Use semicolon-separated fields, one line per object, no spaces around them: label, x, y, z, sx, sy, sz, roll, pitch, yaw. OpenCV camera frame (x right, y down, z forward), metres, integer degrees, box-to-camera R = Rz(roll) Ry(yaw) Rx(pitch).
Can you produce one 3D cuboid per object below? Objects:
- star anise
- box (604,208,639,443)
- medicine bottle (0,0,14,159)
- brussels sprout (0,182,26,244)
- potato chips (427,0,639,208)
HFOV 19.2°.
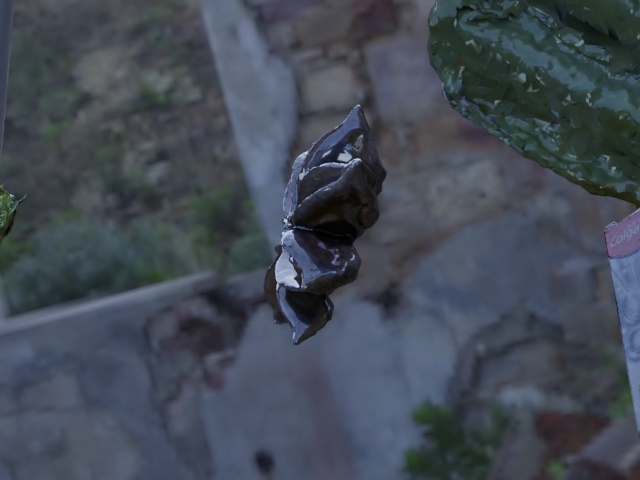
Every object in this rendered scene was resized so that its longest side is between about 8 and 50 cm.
star anise;0.004;-0.016;1.543;0.073;0.197;0.212;16;2;-7
box;0.232;0.081;1.235;0.039;0.218;0.055;12;-31;-32
medicine bottle;-0.374;-0.211;1.667;0.208;0.340;0.208;2;-16;1
brussels sprout;-0.293;-0.018;1.559;0.085;0.058;0.085;13;29;-7
potato chips;0.251;-0.170;0.982;0.429;0.359;0.070;26;18;21
